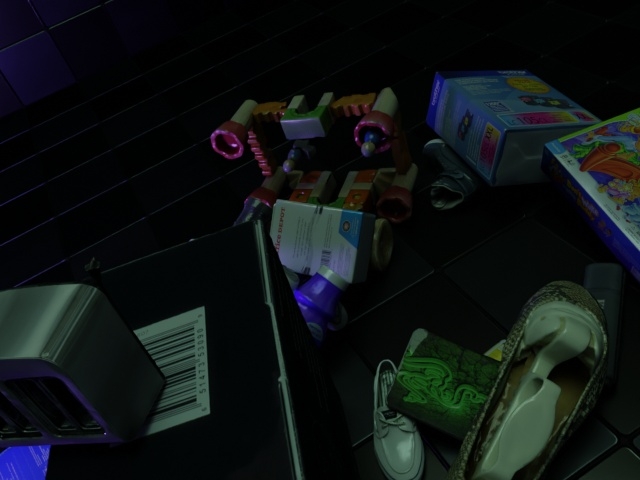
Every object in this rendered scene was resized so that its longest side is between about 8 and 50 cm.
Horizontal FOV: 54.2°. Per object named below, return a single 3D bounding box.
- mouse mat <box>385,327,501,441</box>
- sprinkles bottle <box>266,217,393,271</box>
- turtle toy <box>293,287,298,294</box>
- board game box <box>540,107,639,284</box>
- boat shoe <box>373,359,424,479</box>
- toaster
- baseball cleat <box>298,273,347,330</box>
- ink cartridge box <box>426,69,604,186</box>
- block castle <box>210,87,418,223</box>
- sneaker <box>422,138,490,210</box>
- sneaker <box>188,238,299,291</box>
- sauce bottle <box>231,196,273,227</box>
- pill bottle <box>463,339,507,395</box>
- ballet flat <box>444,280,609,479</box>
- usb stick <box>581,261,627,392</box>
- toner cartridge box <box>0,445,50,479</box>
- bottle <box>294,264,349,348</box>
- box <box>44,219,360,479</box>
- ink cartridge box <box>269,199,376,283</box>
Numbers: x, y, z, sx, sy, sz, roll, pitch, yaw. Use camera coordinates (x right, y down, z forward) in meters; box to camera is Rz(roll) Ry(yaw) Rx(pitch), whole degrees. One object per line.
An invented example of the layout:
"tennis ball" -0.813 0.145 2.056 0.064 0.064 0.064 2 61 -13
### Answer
"mouse mat" 0.222 0.248 1.058 0.189 0.007 0.153 22 70 12
"sprinkles bottle" -0.017 0.003 1.443 0.355 0.121 0.121 3 45 25
"turtle toy" -0.093 0.142 1.351 0.130 0.066 0.095 -41 46 15
"board game box" 0.636 -0.098 1.237 0.233 0.078 0.347 -21 51 -5
"boat shoe" 0.122 0.310 1.080 0.083 0.076 0.226 -17 40 5
"toaster" -0.277 0.127 0.641 0.168 0.186 0.110 -8 38 16
"baseball cleat" -0.004 0.103 1.337 0.072 0.109 0.206 -34 40 -8
"ink cartridge box" 0.437 -0.296 1.505 0.270 0.151 0.395 -6 35 -17
"block castle" -0.010 -0.177 1.502 0.453 0.303 0.213 2 46 25
"sneaker" 0.296 -0.162 1.523 0.163 0.086 0.226 -36 44 -21
"sneaker" -0.162 0.079 1.246 0.281 0.105 0.115 10 79 37
"sauce bottle" -0.215 0.064 1.380 0.111 0.111 0.344 24 81 40
"pill bottle" 0.300 0.232 1.101 0.116 0.065 0.065 -33 42 -14
"ballet flat" 0.337 0.232 0.953 0.164 0.182 0.483 27 65 19
"usb stick" 0.503 0.147 1.127 0.077 0.045 0.278 5 47 26
"toner cartridge box" -0.488 0.491 1.136 0.165 0.075 0.348 -39 43 -19
"bottle" -0.051 0.178 1.203 0.283 0.118 0.092 -53 38 -4
"box" -0.114 0.321 0.861 0.297 0.472 0.480 -20 40 3
"ink cartridge box" 0.000 0.000 1.321 0.203 0.148 0.086 11 4 25
